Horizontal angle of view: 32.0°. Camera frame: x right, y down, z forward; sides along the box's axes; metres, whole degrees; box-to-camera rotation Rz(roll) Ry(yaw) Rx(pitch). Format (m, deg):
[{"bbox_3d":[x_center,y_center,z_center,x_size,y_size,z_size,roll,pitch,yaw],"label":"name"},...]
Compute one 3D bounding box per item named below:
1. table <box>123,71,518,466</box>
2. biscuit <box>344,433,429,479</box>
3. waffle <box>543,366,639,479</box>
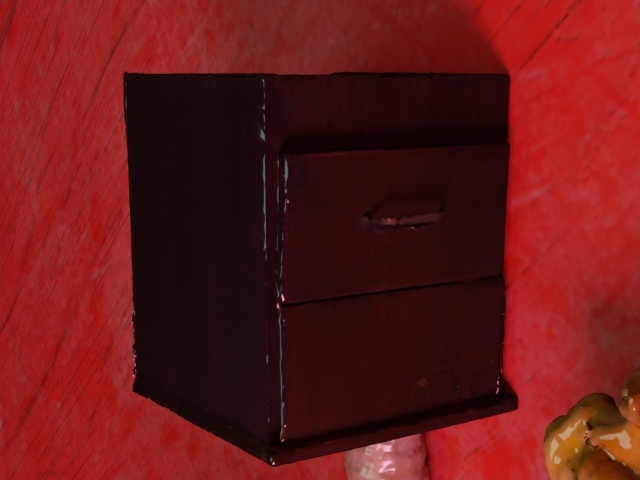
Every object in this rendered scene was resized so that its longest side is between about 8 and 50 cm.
[{"bbox_3d":[0.000,0.000,0.641,0.172,0.169,0.193,12,104,54],"label":"table"},{"bbox_3d":[0.044,0.202,0.712,0.061,0.055,0.219,-167,73,-65],"label":"biscuit"},{"bbox_3d":[0.214,0.183,0.439,0.325,0.068,0.302,-28,72,49],"label":"waffle"}]
